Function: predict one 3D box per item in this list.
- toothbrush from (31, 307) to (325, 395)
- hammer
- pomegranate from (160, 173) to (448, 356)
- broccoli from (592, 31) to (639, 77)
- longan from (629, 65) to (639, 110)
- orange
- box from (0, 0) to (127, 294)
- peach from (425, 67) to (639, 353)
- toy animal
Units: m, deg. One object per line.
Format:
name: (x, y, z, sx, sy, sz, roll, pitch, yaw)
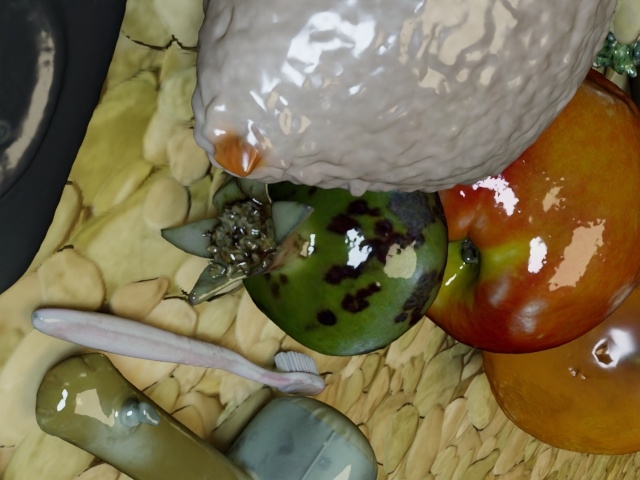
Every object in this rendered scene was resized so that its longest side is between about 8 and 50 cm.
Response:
toothbrush: (-0.078, 0.072, 0.655, 0.025, 0.030, 0.307, -29, 154, 21)
hammer: (-0.081, 0.155, 0.655, 0.202, 0.113, 0.305, -56, 140, -19)
pomegranate: (0.000, -0.005, 0.622, 0.169, 0.148, 0.149, 30, 86, -41)
broccoli: (0.283, -0.222, 0.858, 0.167, 0.160, 0.155, 0, 85, -45)
longan: (0.477, -0.179, 1.066, 0.297, 0.297, 0.297, -36, 139, -38)
orange: (0.283, 0.092, 0.999, 0.246, 0.246, 0.246, -36, 139, -38)
box: (-0.171, -0.057, 0.403, 0.212, 0.042, 0.201, 4, 107, -58)
peach: (0.152, -0.036, 0.753, 0.243, 0.199, 0.244, -24, 120, -49)
toy animal: (0.065, -0.146, 0.537, 0.358, 0.188, 0.226, -51, 121, -23)
